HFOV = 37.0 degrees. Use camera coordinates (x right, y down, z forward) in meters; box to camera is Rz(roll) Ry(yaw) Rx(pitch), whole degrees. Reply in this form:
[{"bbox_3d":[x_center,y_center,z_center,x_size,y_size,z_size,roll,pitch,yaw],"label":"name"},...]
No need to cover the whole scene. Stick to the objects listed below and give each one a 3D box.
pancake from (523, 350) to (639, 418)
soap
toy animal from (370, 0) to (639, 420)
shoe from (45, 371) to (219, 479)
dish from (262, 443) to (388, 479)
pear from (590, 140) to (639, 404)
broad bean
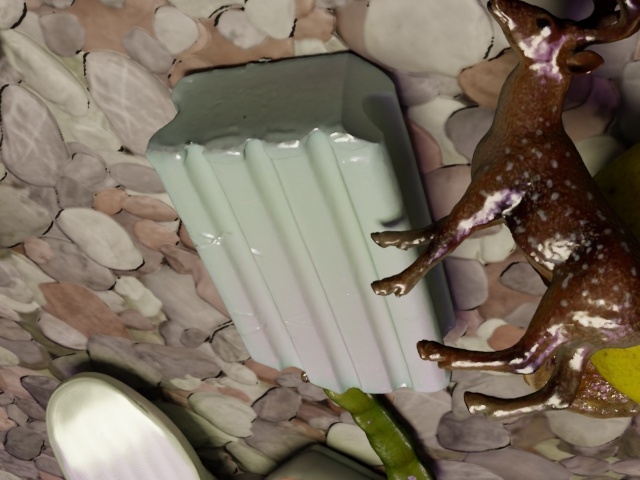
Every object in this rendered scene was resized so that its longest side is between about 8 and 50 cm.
[{"bbox_3d":[0.254,0.116,0.862,0.139,0.022,0.139,8,136,8],"label":"pancake"},{"bbox_3d":[0.000,0.000,0.763,0.172,0.095,0.290,-4,134,19],"label":"soap"},{"bbox_3d":[0.145,-0.037,0.588,0.260,0.087,0.243,-38,81,21],"label":"toy animal"},{"bbox_3d":[-0.181,0.283,1.108,0.131,0.160,0.363,-29,105,1],"label":"shoe"},{"bbox_3d":[0.027,0.307,1.089,0.212,0.077,0.151,29,137,-14],"label":"dish"},{"bbox_3d":[0.257,0.024,0.652,0.198,0.198,0.198,8,137,8],"label":"pear"},{"bbox_3d":[0.062,0.201,0.988,0.052,0.053,0.256,25,156,53],"label":"broad bean"}]
